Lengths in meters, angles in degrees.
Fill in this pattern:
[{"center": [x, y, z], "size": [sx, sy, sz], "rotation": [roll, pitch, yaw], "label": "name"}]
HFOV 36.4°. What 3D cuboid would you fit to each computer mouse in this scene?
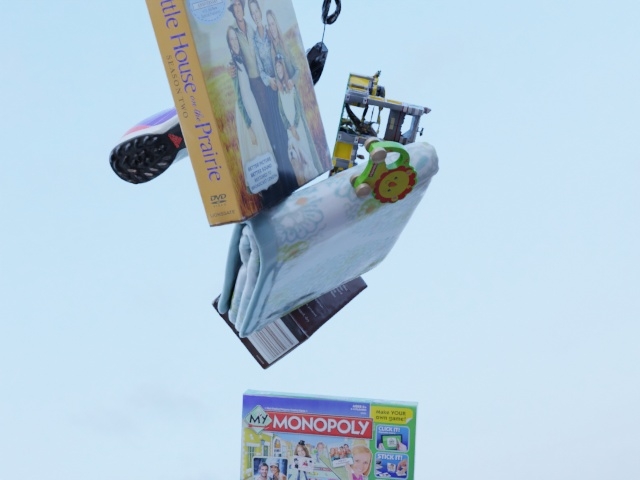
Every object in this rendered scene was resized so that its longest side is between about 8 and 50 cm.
[{"center": [-0.010, -0.374, 1.818], "size": [0.071, 0.041, 0.242], "rotation": [-39, -20, -39], "label": "computer mouse"}]

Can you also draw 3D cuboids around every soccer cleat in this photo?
[{"center": [-0.203, -0.194, 1.595], "size": [0.318, 0.116, 0.108], "rotation": [-21, -59, 23], "label": "soccer cleat"}]

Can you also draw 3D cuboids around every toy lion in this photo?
[{"center": [0.096, -0.094, 1.366], "size": [0.096, 0.034, 0.100], "rotation": [1, -49, -26], "label": "toy lion"}]

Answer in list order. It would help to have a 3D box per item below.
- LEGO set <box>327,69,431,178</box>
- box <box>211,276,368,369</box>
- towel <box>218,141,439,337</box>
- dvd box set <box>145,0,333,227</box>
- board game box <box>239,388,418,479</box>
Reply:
[{"center": [0.125, -0.192, 2.067], "size": [0.192, 0.331, 0.255], "rotation": [12, 9, -1], "label": "LEGO set"}, {"center": [-0.058, 0.102, 1.831], "size": [0.203, 0.167, 0.168], "rotation": [-38, -2, -45], "label": "box"}, {"center": [0.000, 0.000, 1.543], "size": [0.320, 0.090, 0.374], "rotation": [-28, -17, -23], "label": "towel"}, {"center": [-0.112, -0.261, 1.343], "size": [0.062, 0.420, 0.307], "rotation": [-8, 13, 27], "label": "dvd box set"}, {"center": [0.013, 0.387, 1.757], "size": [0.317, 0.213, 0.046], "rotation": [2, 4, 10], "label": "board game box"}]
